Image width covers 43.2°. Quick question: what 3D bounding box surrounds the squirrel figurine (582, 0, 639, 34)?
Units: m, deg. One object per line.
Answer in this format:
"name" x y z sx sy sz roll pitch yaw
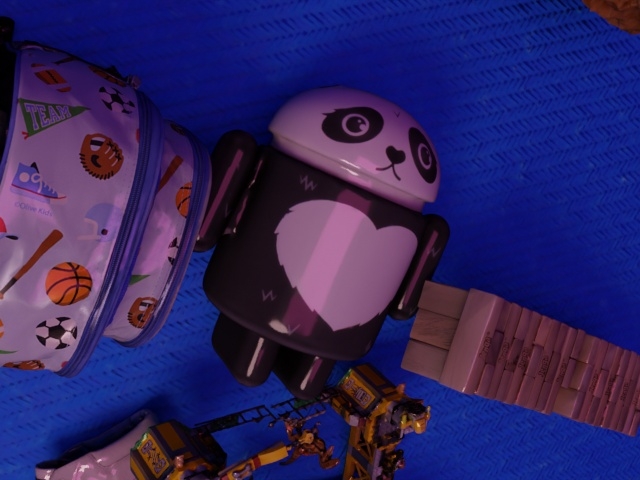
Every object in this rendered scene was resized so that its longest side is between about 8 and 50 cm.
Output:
"squirrel figurine" 0.291 -0.394 0.684 0.397 0.281 0.370 -45 106 -5

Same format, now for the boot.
"boot" -0.247 0.266 0.770 0.258 0.095 0.123 -32 105 -20

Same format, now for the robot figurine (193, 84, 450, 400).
"robot figurine" -0.001 0.000 0.731 0.173 0.209 0.278 26 96 23

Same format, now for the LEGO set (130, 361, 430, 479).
"LEGO set" -0.007 0.272 0.739 0.331 0.192 0.255 -2 115 -36

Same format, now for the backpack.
"backpack" -0.206 -0.019 0.614 0.213 0.263 0.277 11 99 -20

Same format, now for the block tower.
"block tower" 0.218 0.124 0.819 0.335 0.097 0.091 22 84 -43
